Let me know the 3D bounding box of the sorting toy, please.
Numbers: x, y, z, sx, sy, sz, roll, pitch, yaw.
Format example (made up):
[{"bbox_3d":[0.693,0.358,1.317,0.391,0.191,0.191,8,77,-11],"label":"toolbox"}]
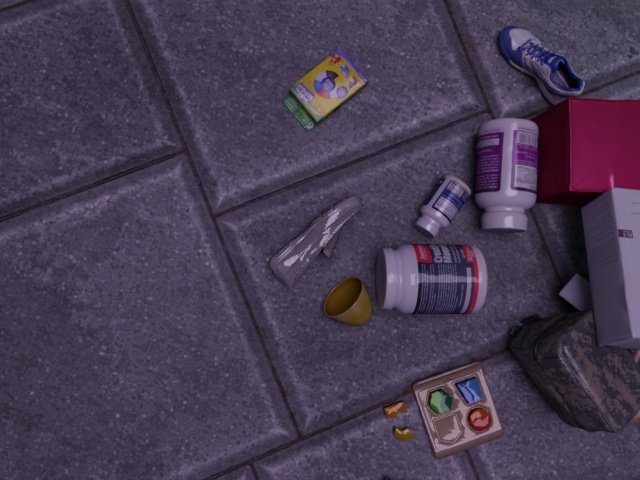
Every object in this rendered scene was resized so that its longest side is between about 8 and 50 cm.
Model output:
[{"bbox_3d":[0.345,0.493,1.730,0.307,0.041,0.229,-18,88,-6],"label":"sorting toy"}]

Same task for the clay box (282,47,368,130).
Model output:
[{"bbox_3d":[0.012,-0.428,1.755,0.222,0.053,0.127,-40,90,-7],"label":"clay box"}]

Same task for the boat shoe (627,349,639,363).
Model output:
[{"bbox_3d":[0.883,0.222,1.770,0.116,0.123,0.325,12,81,26],"label":"boat shoe"}]

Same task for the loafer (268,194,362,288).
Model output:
[{"bbox_3d":[0.000,0.000,1.704,0.319,0.112,0.111,-42,96,1],"label":"loafer"}]

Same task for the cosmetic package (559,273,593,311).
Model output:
[{"bbox_3d":[0.782,0.199,1.698,0.231,0.117,0.085,41,98,32],"label":"cosmetic package"}]

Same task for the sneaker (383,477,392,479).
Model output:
[{"bbox_3d":[0.250,0.696,1.707,0.166,0.065,0.076,35,68,-5],"label":"sneaker"}]

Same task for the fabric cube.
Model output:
[{"bbox_3d":[0.742,-0.236,1.706,0.258,0.258,0.254,2,87,-5],"label":"fabric cube"}]

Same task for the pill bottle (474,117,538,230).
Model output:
[{"bbox_3d":[0.519,-0.177,1.727,0.169,0.169,0.302,5,86,-5],"label":"pill bottle"}]

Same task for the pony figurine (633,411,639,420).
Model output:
[{"bbox_3d":[1.095,0.429,1.714,0.363,0.303,0.351,9,117,-8],"label":"pony figurine"}]

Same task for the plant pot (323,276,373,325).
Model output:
[{"bbox_3d":[0.090,0.181,1.695,0.134,0.134,0.095,-48,116,-6],"label":"plant pot"}]

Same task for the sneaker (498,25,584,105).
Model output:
[{"bbox_3d":[0.647,-0.523,1.781,0.296,0.131,0.112,43,86,0],"label":"sneaker"}]

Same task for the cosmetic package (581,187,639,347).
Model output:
[{"bbox_3d":[0.810,0.076,1.552,0.217,0.156,0.385,2,70,-8],"label":"cosmetic package"}]

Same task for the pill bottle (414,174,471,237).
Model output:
[{"bbox_3d":[0.341,-0.094,1.742,0.094,0.094,0.169,37,84,-2],"label":"pill bottle"}]

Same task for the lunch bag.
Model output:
[{"bbox_3d":[0.676,0.348,1.664,0.212,0.256,0.305,-37,92,-28],"label":"lunch bag"}]

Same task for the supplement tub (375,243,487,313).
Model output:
[{"bbox_3d":[0.298,0.105,1.676,0.272,0.191,0.191,1,86,-5],"label":"supplement tub"}]
